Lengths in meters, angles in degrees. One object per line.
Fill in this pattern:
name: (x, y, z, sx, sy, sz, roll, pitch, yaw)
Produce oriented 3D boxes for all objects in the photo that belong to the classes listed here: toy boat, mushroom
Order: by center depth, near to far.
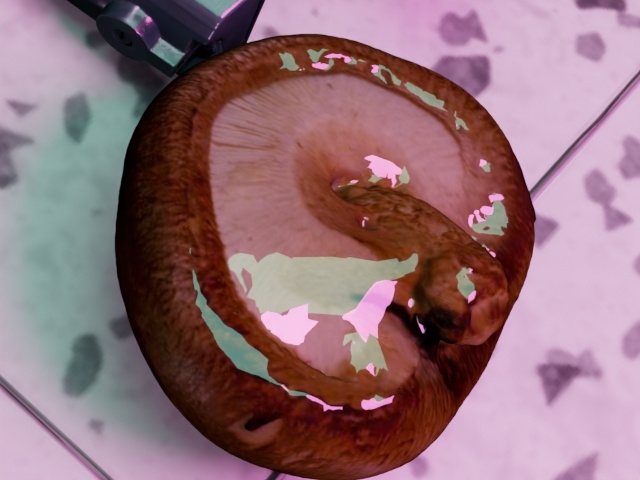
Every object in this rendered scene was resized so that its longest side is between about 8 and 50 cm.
mushroom: (-0.004, 0.010, 0.797, 0.194, 0.138, 0.231, 32, 48, 15)
toy boat: (-0.125, -0.176, 0.861, 0.246, 0.093, 0.103, 36, 67, 1)
